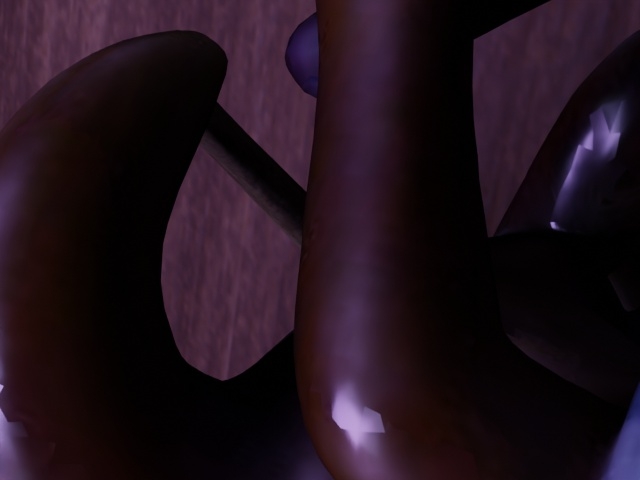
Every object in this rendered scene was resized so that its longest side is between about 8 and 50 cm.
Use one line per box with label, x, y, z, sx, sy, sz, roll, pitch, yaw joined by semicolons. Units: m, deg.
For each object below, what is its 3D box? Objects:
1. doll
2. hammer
doll;0.098;0.033;0.360;0.340;0.209;0.318;-7;125;55
hammer;0.000;0.000;0.507;0.017;0.182;0.062;-42;58;2
